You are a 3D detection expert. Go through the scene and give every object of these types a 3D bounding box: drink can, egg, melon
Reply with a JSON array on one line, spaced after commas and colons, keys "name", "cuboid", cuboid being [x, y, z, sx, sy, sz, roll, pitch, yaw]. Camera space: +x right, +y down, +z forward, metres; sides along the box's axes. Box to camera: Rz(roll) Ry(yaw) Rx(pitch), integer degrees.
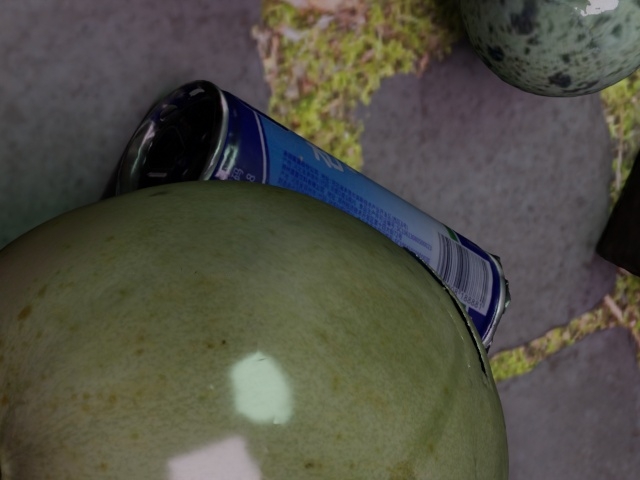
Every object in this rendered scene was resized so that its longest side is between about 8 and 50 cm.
[{"name": "drink can", "cuboid": [0.000, 0.000, 0.992, 0.235, 0.097, 0.097, 29, 89, -35]}, {"name": "egg", "cuboid": [0.156, -0.166, 1.015, 0.132, 0.132, 0.172, 44, 67, -33]}, {"name": "melon", "cuboid": [-0.050, 0.106, 0.829, 0.330, 0.268, 0.268, 4, 104, -58]}]

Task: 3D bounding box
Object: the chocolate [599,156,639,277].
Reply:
[{"name": "chocolate", "cuboid": [0.298, -0.091, 1.145, 0.112, 0.112, 0.321, 20, 94, -26]}]
